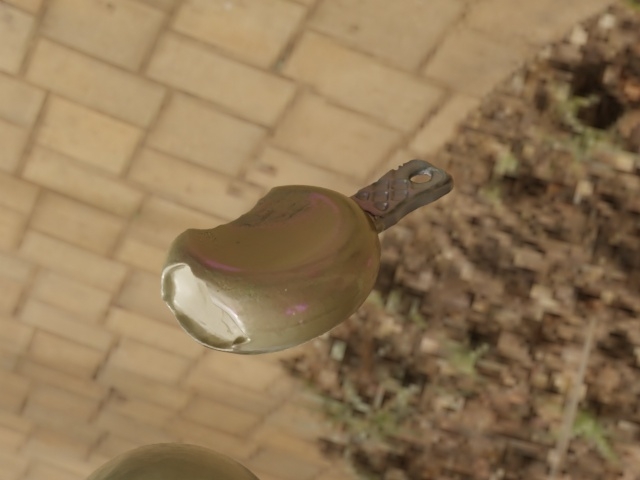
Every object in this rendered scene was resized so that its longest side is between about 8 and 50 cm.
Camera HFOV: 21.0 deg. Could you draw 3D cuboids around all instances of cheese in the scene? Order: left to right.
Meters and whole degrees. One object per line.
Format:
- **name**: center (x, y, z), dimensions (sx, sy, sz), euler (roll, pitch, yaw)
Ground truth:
- **cheese**: center (0.000, 0.000, 1.492), dimensions (0.163, 0.286, 0.082), euler (28, 136, 38)

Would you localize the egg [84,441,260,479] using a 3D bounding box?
- **egg**: center (-0.149, 0.333, 1.730), dimensions (0.258, 0.258, 0.352), euler (18, -177, -1)
